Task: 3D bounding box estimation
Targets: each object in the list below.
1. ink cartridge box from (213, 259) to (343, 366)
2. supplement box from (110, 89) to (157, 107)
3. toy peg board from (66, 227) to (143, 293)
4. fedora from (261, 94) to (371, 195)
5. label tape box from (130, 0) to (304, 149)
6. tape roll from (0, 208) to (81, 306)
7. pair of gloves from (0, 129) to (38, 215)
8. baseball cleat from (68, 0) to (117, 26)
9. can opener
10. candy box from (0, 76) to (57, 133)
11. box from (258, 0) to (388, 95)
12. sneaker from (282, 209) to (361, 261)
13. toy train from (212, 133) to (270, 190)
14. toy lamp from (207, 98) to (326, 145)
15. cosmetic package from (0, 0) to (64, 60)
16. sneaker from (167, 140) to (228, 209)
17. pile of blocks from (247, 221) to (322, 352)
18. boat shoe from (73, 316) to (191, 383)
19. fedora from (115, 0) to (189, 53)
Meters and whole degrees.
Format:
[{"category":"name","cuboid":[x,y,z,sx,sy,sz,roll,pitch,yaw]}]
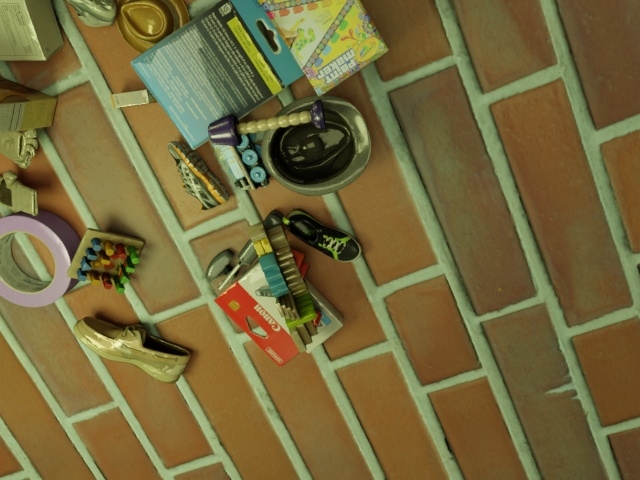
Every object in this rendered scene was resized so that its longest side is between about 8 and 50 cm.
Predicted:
[{"category":"ink cartridge box","cuboid":[-0.125,0.208,1.613,0.261,0.066,0.296,-41,100,14]},{"category":"supplement box","cuboid":[-0.485,-0.371,1.462,0.099,0.062,0.036,-6,105,6]},{"category":"toy peg board","cuboid":[-0.592,0.066,1.561,0.161,0.079,0.161,16,113,-39]},{"category":"fedora","cuboid":[-0.008,-0.243,1.426,0.276,0.124,0.243,-23,104,12]},{"category":"label tape box","cuboid":[-0.243,-0.423,1.383,0.348,0.115,0.249,-35,105,-2]},{"category":"tape roll","cuboid":[-0.828,0.050,1.614,0.275,0.090,0.274,1,107,4]},{"category":"pair of gloves","cuboid":[-0.832,-0.192,1.528,0.204,0.042,0.239,9,105,31]},{"category":"baseball cleat","cuboid":[-0.606,-0.589,1.372,0.206,0.072,0.109,28,150,-14]},{"category":"can opener","cuboid":[-0.217,0.022,1.556,0.095,0.076,0.283,37,106,-7]},{"category":"candy box","cuboid":[-0.817,-0.335,1.370,0.183,0.316,0.087,20,108,-1]},{"category":"box","cuboid":[0.003,-0.495,1.258,0.177,0.290,0.279,-31,103,13]},{"category":"sneaker","cuboid":[0.000,0.000,1.517,0.235,0.097,0.084,27,108,-4]},{"category":"toy train","cuboid":[-0.205,-0.215,1.482,0.105,0.080,0.184,-20,107,20]},{"category":"toy lamp","cuboid":[-0.127,-0.273,1.323,0.275,0.080,0.080,-7,107,5]},{"category":"cosmetic package","cuboid":[-0.829,-0.539,1.392,0.310,0.113,0.160,1,129,4]},{"category":"sneaker","cuboid":[-0.342,-0.171,1.504,0.083,0.084,0.214,-32,103,19]},{"category":"pile of blocks","cuboid":[-0.071,0.113,1.470,0.113,0.149,0.362,-22,105,1]},{"category":"boat shoe","cuboid":[-0.551,0.299,1.660,0.341,0.121,0.110,29,104,-15]},{"category":"fedora","cuboid":[-0.427,-0.548,1.391,0.195,0.079,0.194,2,107,5]}]
